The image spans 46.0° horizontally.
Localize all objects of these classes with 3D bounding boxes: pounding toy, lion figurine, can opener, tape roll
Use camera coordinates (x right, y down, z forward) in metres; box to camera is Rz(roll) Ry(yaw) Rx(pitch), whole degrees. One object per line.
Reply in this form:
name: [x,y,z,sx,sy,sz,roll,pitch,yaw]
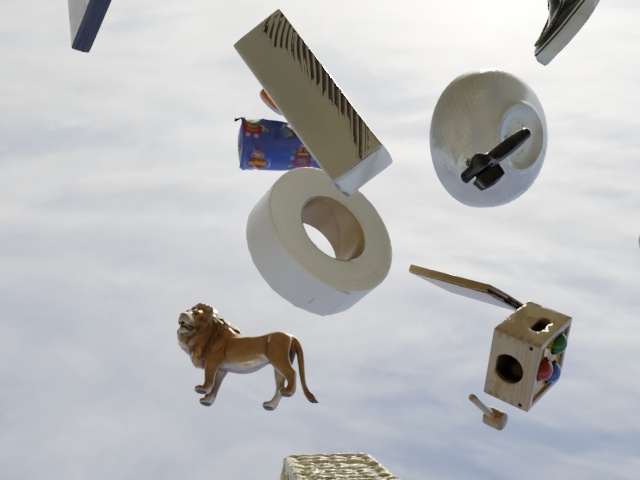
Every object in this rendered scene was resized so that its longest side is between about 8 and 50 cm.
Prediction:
pounding toy: [0.329,0.235,1.246,0.094,0.206,0.181,21,-149,34]
lion figurine: [-0.175,0.275,1.826,0.392,0.142,0.240,4,-125,13]
can opener: [0.341,-0.161,1.460,0.186,0.073,0.059,-39,-179,-28]
tape roll: [0.000,0.000,1.473,0.286,0.100,0.286,22,-133,-26]

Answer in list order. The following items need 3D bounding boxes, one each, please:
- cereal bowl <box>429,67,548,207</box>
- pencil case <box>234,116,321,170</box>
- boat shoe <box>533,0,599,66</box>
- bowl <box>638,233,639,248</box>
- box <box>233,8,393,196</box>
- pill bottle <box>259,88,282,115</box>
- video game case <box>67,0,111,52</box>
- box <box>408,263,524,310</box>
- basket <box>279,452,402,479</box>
cereal bowl: [0.430,-0.245,1.809,0.339,0.339,0.141,-33,-158,-27]
pencil case: [-0.049,-0.223,1.751,0.306,0.119,0.133,0,-143,-11]
boat shoe: [0.542,-0.539,1.640,0.119,0.121,0.335,33,-95,-2]
bowl: [0.555,-0.026,1.097,0.170,0.080,0.170,-9,-145,7]
box: [-0.011,-0.206,1.142,0.094,0.113,0.275,-37,-104,6]
pill bottle: [-0.070,-0.380,1.811,0.152,0.086,0.086,-45,-149,18]
video game case: [-0.253,-0.379,0.860,0.026,0.196,0.274,9,-129,-32]
box: [0.304,0.100,1.552,0.201,0.164,0.021,14,-98,47]
basket: [0.012,0.298,0.730,0.113,0.167,0.103,5,-173,-20]
